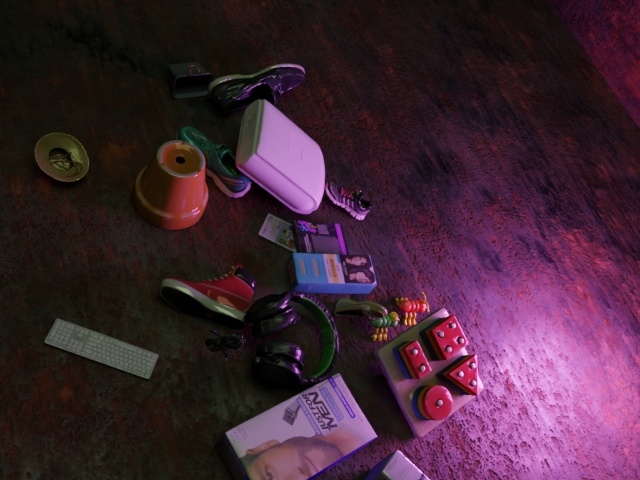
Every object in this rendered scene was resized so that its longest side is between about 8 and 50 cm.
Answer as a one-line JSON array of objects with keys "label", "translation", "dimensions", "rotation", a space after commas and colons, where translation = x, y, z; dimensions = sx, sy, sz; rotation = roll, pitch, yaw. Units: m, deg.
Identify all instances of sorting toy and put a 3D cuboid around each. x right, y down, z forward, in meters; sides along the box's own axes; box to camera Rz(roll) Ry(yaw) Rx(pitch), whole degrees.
[{"label": "sorting toy", "translation": [0.311, 0.345, 1.849], "dimensions": [0.257, 0.089, 0.256], "rotation": [-28, 93, -30]}]

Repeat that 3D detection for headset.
[{"label": "headset", "translation": [-0.099, 0.241, 1.721], "dimensions": [0.394, 0.185, 0.244], "rotation": [2, 72, -39]}]

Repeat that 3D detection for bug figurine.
[{"label": "bug figurine", "translation": [0.249, 0.273, 1.952], "dimensions": [0.216, 0.072, 0.279], "rotation": [-4, 60, -26]}]

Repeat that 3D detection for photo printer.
[{"label": "photo printer", "translation": [-0.104, -0.238, 2.063], "dimensions": [0.307, 0.107, 0.256], "rotation": [37, 40, -34]}]

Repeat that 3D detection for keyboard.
[{"label": "keyboard", "translation": [-0.518, 0.258, 1.657], "dimensions": [0.255, 0.014, 0.072], "rotation": [22, 51, -9]}]

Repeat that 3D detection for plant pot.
[{"label": "plant pot", "translation": [-0.394, -0.165, 1.893], "dimensions": [0.205, 0.188, 0.205], "rotation": [12, 53, -17]}]

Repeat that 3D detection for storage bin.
[{"label": "storage bin", "translation": [-0.417, -0.517, 2.196], "dimensions": [0.135, 0.098, 0.091], "rotation": [-17, 55, -32]}]

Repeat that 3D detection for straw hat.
[{"label": "straw hat", "translation": [-0.700, -0.212, 1.872], "dimensions": [0.144, 0.061, 0.145], "rotation": [12, 66, -29]}]

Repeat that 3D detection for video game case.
[{"label": "video game case", "translation": [-0.113, -0.020, 2.033], "dimensions": [0.122, 0.011, 0.087], "rotation": [26, 50, -5]}]

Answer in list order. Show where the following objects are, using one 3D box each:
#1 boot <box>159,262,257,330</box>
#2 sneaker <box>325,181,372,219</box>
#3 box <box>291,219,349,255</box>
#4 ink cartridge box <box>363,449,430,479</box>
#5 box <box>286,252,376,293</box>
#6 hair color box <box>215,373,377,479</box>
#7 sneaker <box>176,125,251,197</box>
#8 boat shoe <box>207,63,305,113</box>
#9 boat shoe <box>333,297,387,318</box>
[{"label": "boot", "translation": [-0.288, 0.113, 1.818], "dimensions": [0.244, 0.088, 0.176], "rotation": [25, 50, -17]}, {"label": "sneaker", "translation": [0.091, -0.134, 2.135], "dimensions": [0.170, 0.074, 0.063], "rotation": [37, 39, -21]}, {"label": "box", "translation": [0.000, 0.000, 2.050], "dimensions": [0.162, 0.029, 0.116], "rotation": [5, 57, -29]}, {"label": "ink cartridge box", "translation": [0.204, 0.609, 1.654], "dimensions": [0.190, 0.140, 0.082], "rotation": [41, 49, 6]}, {"label": "box", "translation": [0.032, 0.095, 1.986], "dimensions": [0.244, 0.060, 0.101], "rotation": [2, 57, -22]}, {"label": "hair color box", "translation": [-0.054, 0.476, 1.655], "dimensions": [0.338, 0.110, 0.185], "rotation": [-22, 69, -32]}, {"label": "sneaker", "translation": [-0.304, -0.249, 2.043], "dimensions": [0.275, 0.110, 0.107], "rotation": [40, 51, 7]}, {"label": "boat shoe", "translation": [-0.187, -0.481, 2.247], "dimensions": [0.339, 0.127, 0.113], "rotation": [-15, 66, -30]}, {"label": "boat shoe", "translation": [0.110, 0.196, 1.922], "dimensions": [0.152, 0.056, 0.048], "rotation": [10, 54, 25]}]
